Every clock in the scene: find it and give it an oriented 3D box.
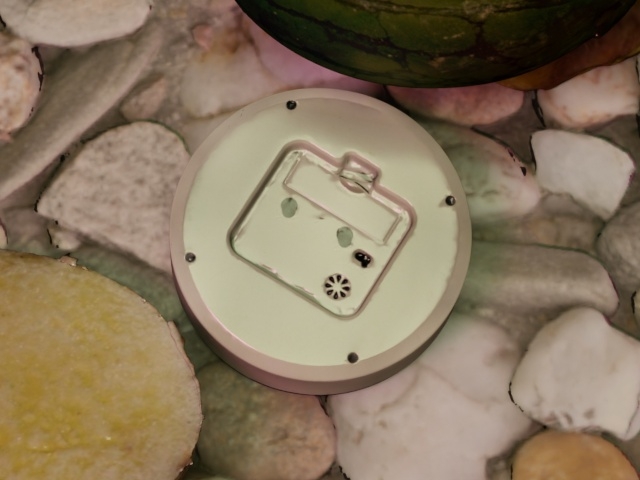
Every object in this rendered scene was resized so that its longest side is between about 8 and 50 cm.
[{"bbox_3d":[0.000,0.000,1.179,0.230,0.083,0.230,1,75,-4],"label":"clock"}]

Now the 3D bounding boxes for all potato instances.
[{"bbox_3d":[-0.217,0.129,1.114,0.299,0.116,0.239,23,59,18],"label":"potato"}]

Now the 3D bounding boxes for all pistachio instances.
[{"bbox_3d":[0.209,-0.183,1.249,0.173,0.049,0.089,-22,77,-8],"label":"pistachio"}]

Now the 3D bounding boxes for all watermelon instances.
[{"bbox_3d":[0.079,-0.278,1.124,0.363,0.363,0.363,1,76,-3],"label":"watermelon"}]
